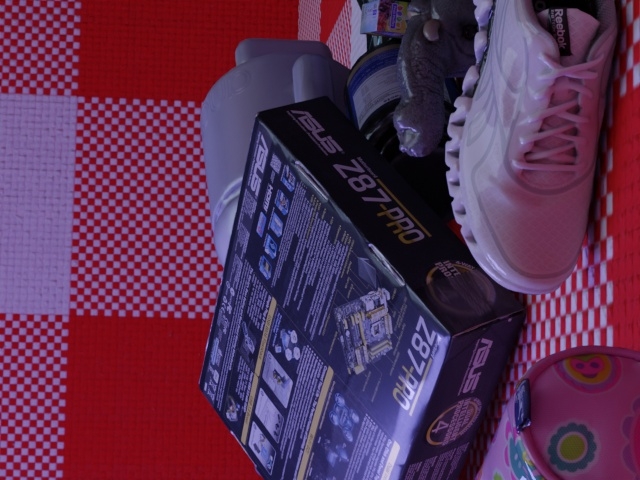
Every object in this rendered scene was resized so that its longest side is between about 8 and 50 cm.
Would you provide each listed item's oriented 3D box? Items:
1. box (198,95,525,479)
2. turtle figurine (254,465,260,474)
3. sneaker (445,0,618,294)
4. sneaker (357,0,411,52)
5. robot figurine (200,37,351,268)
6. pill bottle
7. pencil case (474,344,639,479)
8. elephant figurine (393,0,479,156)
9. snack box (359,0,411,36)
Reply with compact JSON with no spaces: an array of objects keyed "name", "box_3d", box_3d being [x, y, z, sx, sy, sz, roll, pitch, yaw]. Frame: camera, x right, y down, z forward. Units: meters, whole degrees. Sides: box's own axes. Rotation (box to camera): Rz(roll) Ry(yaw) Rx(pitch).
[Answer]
[{"name":"box","box_3d":[0.018,0.109,1.524,0.318,0.097,0.395,51,142,34]},{"name":"turtle figurine","box_3d":[0.005,0.248,1.835,0.234,0.118,0.175,7,115,43]},{"name":"sneaker","box_3d":[0.157,-0.106,1.120,0.118,0.110,0.292,-176,88,-75]},{"name":"sneaker","box_3d":[0.098,-0.239,1.831,0.106,0.101,0.267,-129,34,-59]},{"name":"robot figurine","box_3d":[-0.029,-0.070,1.781,0.300,0.199,0.353,102,163,-51]},{"name":"pill bottle","box_3d":[0.092,-0.107,1.599,0.219,0.122,0.123,-98,12,-57]},{"name":"pencil case","box_3d":[0.149,0.179,0.983,0.284,0.124,0.124,102,168,-55]},{"name":"elephant figurine","box_3d":[0.124,-0.208,1.270,0.169,0.186,0.239,-4,-114,-63]},{"name":"snack box","box_3d":[0.100,-0.231,1.662,0.141,0.100,0.037,-128,42,-81]}]
